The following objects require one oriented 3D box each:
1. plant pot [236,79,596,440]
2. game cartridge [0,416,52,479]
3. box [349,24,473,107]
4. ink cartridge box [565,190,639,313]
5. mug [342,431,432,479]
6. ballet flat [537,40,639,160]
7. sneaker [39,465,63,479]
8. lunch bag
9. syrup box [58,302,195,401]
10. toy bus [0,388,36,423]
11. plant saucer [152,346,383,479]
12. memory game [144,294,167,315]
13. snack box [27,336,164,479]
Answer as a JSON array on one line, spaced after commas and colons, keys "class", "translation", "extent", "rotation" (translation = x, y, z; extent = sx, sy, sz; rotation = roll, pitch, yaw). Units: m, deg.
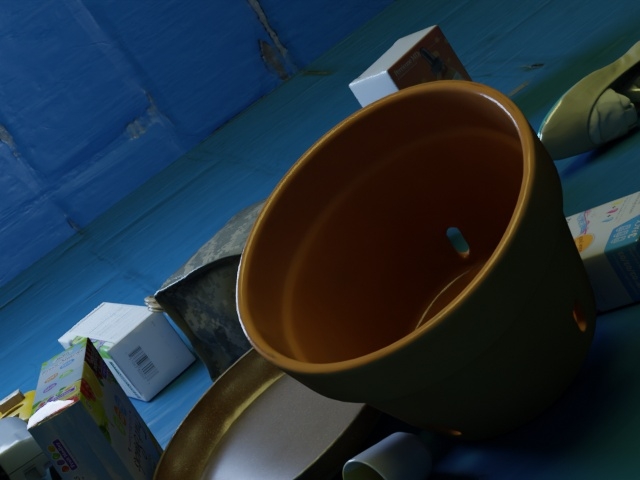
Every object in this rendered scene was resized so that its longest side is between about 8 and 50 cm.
[{"class": "plant pot", "translation": [0.101, 0.038, 1.168], "extent": [0.291, 0.203, 0.291], "rotation": [-25, 41, 25]}, {"class": "game cartridge", "translation": [-0.435, 0.295, 1.490], "extent": [0.297, 0.062, 0.198], "rotation": [-34, 15, -18]}, {"class": "box", "translation": [0.148, -0.196, 1.945], "extent": [0.130, 0.170, 0.091], "rotation": [-45, 19, -32]}, {"class": "ink cartridge box", "translation": [0.248, 0.022, 1.289], "extent": [0.181, 0.062, 0.104], "rotation": [-22, 19, 38]}, {"class": "mug", "translation": [0.057, 0.196, 1.165], "extent": [0.064, 0.062, 0.078], "rotation": [-36, 20, -36]}, {"class": "ballet flat", "translation": [0.362, -0.173, 1.629], "extent": [0.248, 0.086, 0.086], "rotation": [-41, 17, -25]}, {"class": "sneaker", "translation": [-0.358, 0.323, 1.559], "extent": [0.256, 0.094, 0.151], "rotation": [-36, 15, -6]}, {"class": "lunch bag", "translation": [-0.010, 0.019, 1.621], "extent": [0.287, 0.169, 0.235], "rotation": [-27, 13, 35]}, {"class": "syrup box", "translation": [-0.274, 0.152, 1.904], "extent": [0.096, 0.093, 0.237], "rotation": [-41, 17, -22]}, {"class": "toy bus", "translation": [-0.386, 0.252, 1.813], "extent": [0.202, 0.104, 0.191], "rotation": [-20, 21, 41]}, {"class": "plant saucer", "translation": [-0.039, 0.183, 1.365], "extent": [0.310, 0.050, 0.310], "rotation": [-34, 20, 14]}, {"class": "memory game", "translation": [-0.143, 0.081, 1.819], "extent": [0.186, 0.012, 0.186], "rotation": [1, 9, 0]}, {"class": "snack box", "translation": [-0.236, 0.219, 1.473], "extent": [0.070, 0.174, 0.207], "rotation": [-30, 15, 2]}]
